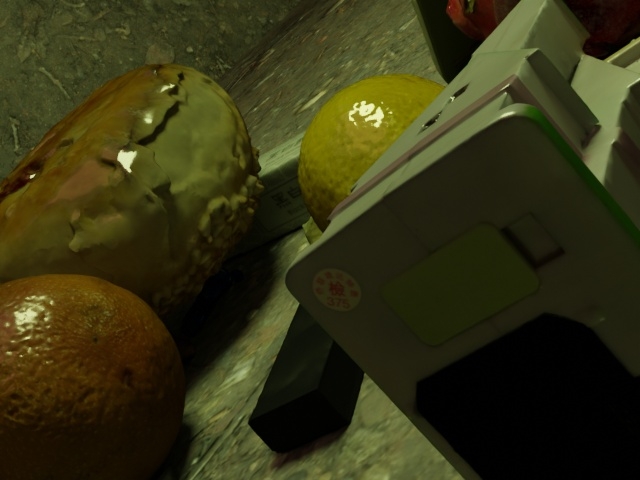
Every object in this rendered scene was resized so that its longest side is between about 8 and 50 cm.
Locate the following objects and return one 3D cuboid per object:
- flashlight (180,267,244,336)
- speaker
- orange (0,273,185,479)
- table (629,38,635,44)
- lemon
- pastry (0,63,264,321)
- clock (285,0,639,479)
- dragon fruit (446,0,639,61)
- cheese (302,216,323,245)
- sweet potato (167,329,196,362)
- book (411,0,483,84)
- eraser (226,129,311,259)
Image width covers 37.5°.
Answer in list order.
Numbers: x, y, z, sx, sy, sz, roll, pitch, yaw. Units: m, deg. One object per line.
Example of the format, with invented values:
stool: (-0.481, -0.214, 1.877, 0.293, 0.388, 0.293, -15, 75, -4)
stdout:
flashlight: (-0.149, 0.078, 1.244, 0.035, 0.057, 0.121, 105, -170, -52)
speaker: (0.004, 0.096, 0.868, 0.082, 0.044, 0.218, -31, 19, 27)
orange: (-0.262, 0.156, 0.936, 0.264, 0.264, 0.264, -35, 18, 13)
table: (0.288, -0.135, 0.828, 0.079, 0.062, 0.083, -42, 17, -9)
lemon: (0.076, -0.062, 0.885, 0.187, 0.187, 0.244, -39, 51, 1)
pastry: (-0.246, -0.037, 1.186, 0.409, 0.245, 0.410, -33, 26, 19)
clock: (0.151, -0.004, 0.508, 0.166, 0.235, 0.309, -35, 12, 37)
dragon fruit: (0.257, -0.345, 1.031, 0.250, 0.269, 0.291, 3, 49, 8)
cheese: (0.001, 0.000, 1.119, 0.060, 0.041, 0.084, -39, 31, 27)
sweet potato: (-0.195, 0.131, 1.193, 0.044, 0.044, 0.179, -45, 18, -18)
book: (0.211, -0.377, 1.204, 0.239, 0.352, 0.035, -39, 55, -3)
eraser: (-0.043, -0.078, 1.303, 0.403, 0.098, 0.096, -25, 22, 39)
